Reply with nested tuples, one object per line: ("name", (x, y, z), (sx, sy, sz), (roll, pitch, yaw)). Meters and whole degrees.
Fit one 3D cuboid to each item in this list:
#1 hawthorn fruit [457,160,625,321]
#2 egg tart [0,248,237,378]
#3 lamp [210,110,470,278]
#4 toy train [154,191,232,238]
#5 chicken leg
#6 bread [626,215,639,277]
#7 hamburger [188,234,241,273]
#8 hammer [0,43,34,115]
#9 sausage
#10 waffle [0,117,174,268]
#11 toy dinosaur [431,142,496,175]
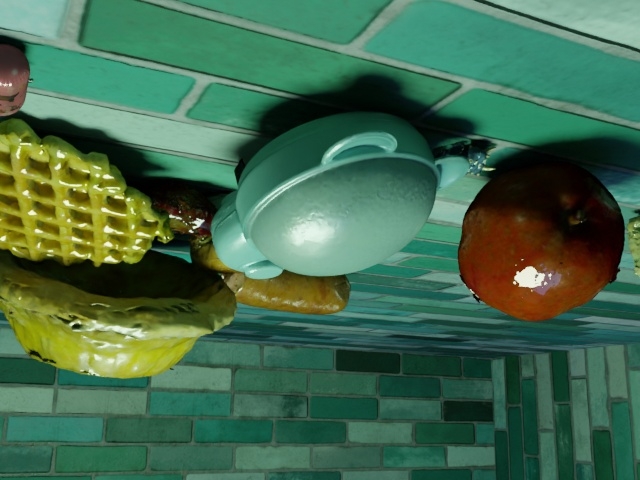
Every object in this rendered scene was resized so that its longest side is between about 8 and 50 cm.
("hawthorn fruit", (0.253, -0.001, 0.800), (0.185, 0.185, 0.202), (3, 165, -7))
("egg tart", (-0.318, 0.100, 1.068), (0.387, 0.169, 0.388), (13, -174, -1))
("lamp", (0.000, -0.036, 0.750), (0.284, 0.147, 0.209), (-11, 164, 43))
("toy train", (-0.192, -0.032, 0.992), (0.251, 0.048, 0.055), (-6, 167, 25))
("chicken leg", (-0.223, -0.033, 0.934), (0.233, 0.063, 0.105), (-5, 148, 22))
("bread", (0.537, 0.010, 0.992), (0.196, 0.102, 0.138), (7, 168, -33))
("hamburger", (-0.126, 0.009, 1.078), (0.147, 0.083, 0.138), (0, 167, -11))
("hammer", (-0.266, -0.134, 0.600), (0.043, 0.043, 0.083), (7, 164, -23))
("sausage", (-0.063, 0.086, 1.348), (0.270, 0.109, 0.109), (11, 163, -33))
("waffle", (-0.321, -0.042, 0.828), (0.291, 0.051, 0.291), (4, 150, 2))
("toy dinosaur", (0.152, -0.084, 0.785), (0.083, 0.031, 0.047), (-11, 159, 42))
